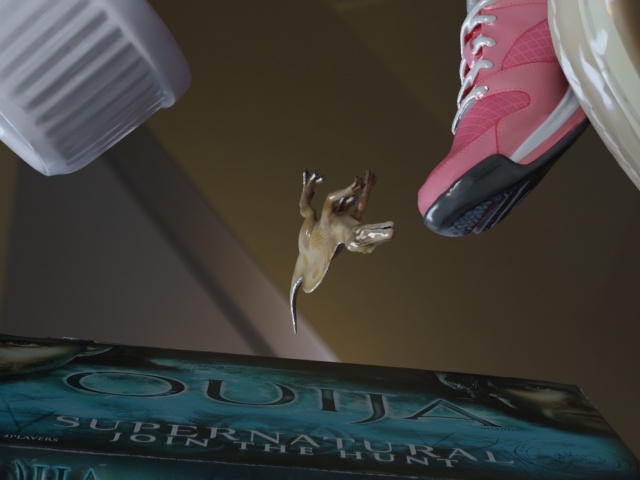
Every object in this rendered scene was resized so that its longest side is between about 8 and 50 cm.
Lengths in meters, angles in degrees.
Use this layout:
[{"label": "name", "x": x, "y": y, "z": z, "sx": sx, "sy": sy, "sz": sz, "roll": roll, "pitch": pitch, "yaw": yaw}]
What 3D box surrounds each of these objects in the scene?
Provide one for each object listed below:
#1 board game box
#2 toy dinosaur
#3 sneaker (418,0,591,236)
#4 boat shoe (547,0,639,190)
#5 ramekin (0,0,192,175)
[{"label": "board game box", "x": -0.011, "y": 0.056, "z": 0.438, "sx": 0.126, "sy": 0.186, "sz": 0.026, "roll": -102, "pitch": 17, "yaw": -82}, {"label": "toy dinosaur", "x": 0.000, "y": 0.000, "z": 1.160, "sx": 0.053, "sy": 0.092, "sz": 0.183, "roll": 20, "pitch": -27, "yaw": -15}, {"label": "sneaker", "x": 0.139, "y": -0.128, "z": 1.129, "sx": 0.314, "sy": 0.136, "sz": 0.116, "roll": -48, "pitch": -4, "yaw": -31}, {"label": "boat shoe", "x": 0.155, "y": -0.006, "z": 0.518, "sx": 0.302, "sy": 0.098, "sz": 0.109, "roll": 35, "pitch": -113, "yaw": -36}, {"label": "ramekin", "x": -0.191, "y": -0.135, "z": 1.004, "sx": 0.109, "sy": 0.207, "sz": 0.207, "roll": -45, "pitch": -28, "yaw": -9}]
